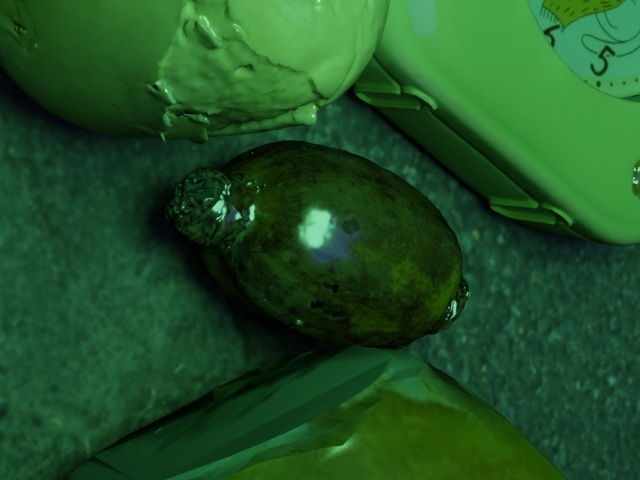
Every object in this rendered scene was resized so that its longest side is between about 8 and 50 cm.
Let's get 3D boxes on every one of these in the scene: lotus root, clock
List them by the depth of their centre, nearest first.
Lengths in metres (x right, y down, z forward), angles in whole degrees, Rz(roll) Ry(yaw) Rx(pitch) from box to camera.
[{"bbox_3d":[0.000,0.000,1.070,0.209,0.120,0.120,22,85,-34],"label":"lotus root"},{"bbox_3d":[0.173,-0.196,1.158,0.286,0.117,0.348,38,75,-31],"label":"clock"}]

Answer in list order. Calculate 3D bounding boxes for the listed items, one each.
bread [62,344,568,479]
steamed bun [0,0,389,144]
[{"bbox_3d":[-0.045,0.219,0.998,0.395,0.239,0.264,-26,114,-24],"label":"bread"},{"bbox_3d":[-0.086,-0.181,0.924,0.166,0.232,0.273,-17,105,-36],"label":"steamed bun"}]
